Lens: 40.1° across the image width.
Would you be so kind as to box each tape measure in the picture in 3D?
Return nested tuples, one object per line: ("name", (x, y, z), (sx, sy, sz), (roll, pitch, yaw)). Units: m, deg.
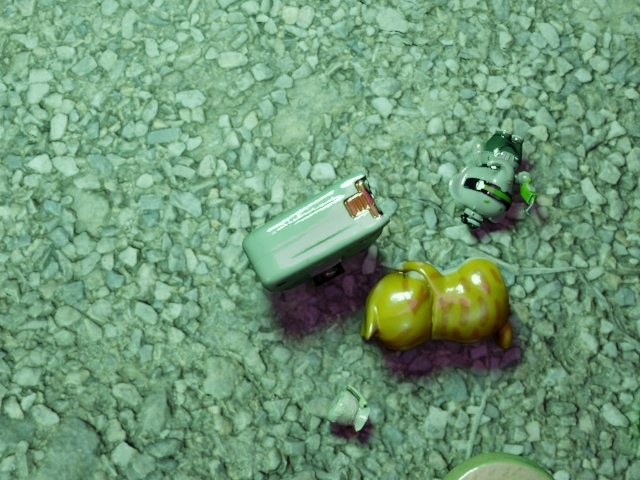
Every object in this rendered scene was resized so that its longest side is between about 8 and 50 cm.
("tape measure", (0.000, 0.000, 1.525), (0.243, 0.246, 0.125), (-28, 80, 3))

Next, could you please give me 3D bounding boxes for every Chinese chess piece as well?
("Chinese chess piece", (0.310, 0.493, 1.513), (0.250, 0.101, 0.250), (1, 78, -3))

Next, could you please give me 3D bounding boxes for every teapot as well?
("teapot", (0.054, 0.299, 1.565), (0.064, 0.064, 0.083), (30, 47, -4))

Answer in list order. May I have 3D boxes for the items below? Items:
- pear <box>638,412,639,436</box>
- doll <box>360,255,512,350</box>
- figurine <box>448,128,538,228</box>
("pear", (0.656, 0.337, 1.523), (0.200, 0.200, 0.200), (1, 78, -3))
("doll", (0.206, 0.113, 1.559), (0.269, 0.167, 0.162), (-2, 77, -1))
("figurine", (0.318, -0.110, 1.632), (0.147, 0.126, 0.192), (24, 90, -17))
